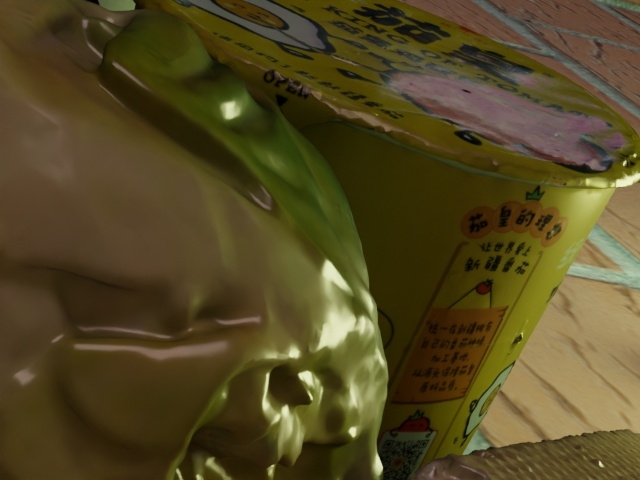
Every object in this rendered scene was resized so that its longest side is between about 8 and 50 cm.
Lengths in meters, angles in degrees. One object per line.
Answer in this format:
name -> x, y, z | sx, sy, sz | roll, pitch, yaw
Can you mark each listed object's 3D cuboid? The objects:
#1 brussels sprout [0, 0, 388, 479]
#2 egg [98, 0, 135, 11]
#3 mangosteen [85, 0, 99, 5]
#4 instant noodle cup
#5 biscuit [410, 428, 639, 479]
brussels sprout -> -0.105, 0.039, 0.690 | 0.344, 0.268, 0.344 | 53, -7, 9
egg -> -0.168, -0.175, 1.457 | 0.203, 0.203, 0.282 | 22, 18, 8
mangosteen -> -0.266, -0.090, 1.037 | 0.300, 0.300, 0.300 | 17, 18, -6
instant noodle cup -> 0.000, 0.000, 1.029 | 0.326, 0.254, 0.325 | 19, 19, -7
biscuit -> 0.156, 0.161, 0.863 | 0.144, 0.078, 0.426 | 30, 7, 22
